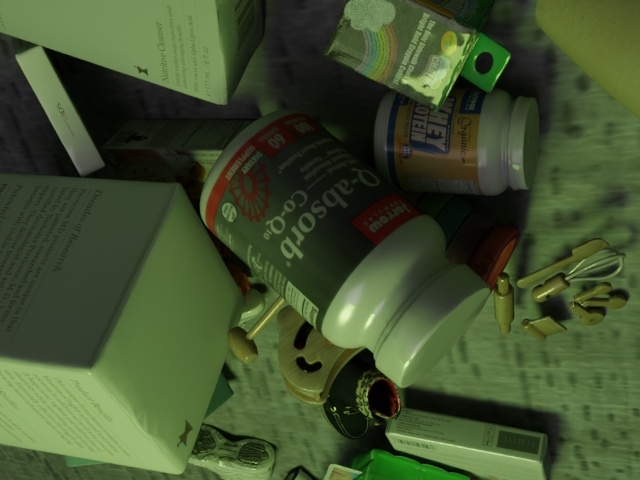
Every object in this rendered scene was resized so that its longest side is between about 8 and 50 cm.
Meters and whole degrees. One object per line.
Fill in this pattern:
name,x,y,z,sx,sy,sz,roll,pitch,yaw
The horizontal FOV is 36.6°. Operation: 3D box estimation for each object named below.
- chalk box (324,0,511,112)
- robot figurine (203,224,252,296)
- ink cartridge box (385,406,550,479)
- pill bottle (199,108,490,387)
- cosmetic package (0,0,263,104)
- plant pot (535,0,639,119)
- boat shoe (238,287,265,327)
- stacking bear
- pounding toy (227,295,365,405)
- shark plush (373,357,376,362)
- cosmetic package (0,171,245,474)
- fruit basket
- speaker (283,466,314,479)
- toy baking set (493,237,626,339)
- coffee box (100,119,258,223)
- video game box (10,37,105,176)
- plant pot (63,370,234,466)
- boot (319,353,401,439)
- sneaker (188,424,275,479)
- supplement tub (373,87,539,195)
chalk box,0.138,-0.266,1.234,0.213,0.132,0.132,27,132,1
robot figurine,-0.274,0.027,1.685,0.291,0.085,0.211,6,133,21
ink cartridge box,0.274,0.386,1.748,0.275,0.060,0.239,7,154,19
pill bottle,0.031,0.008,1.272,0.363,0.210,0.210,41,136,20
cosmetic package,-0.279,-0.355,1.308,0.385,0.156,0.217,17,147,10
plant pot,0.391,-0.243,1.083,0.274,0.256,0.256,30,135,21
boat shoe,-0.165,0.133,1.742,0.184,0.066,0.063,-16,132,31
stacking bear,0.128,-0.014,1.425,0.289,0.164,0.175,29,130,16
pounding toy,0.000,0.158,1.534,0.270,0.154,0.155,-22,154,-8
shark plush,0.155,0.159,1.641,0.161,0.073,0.067,-37,129,22
cosmetic package,-0.383,0.123,1.491,0.394,0.327,0.329,4,145,21
fruit basket,0.142,0.544,1.842,0.327,0.165,0.353,17,138,0
speaker,-0.013,0.530,1.994,0.136,0.055,0.055,42,132,-11
toy baking set,0.350,0.070,1.427,0.197,0.030,0.256,-12,144,9
coffee box,-0.204,-0.109,1.536,0.247,0.098,0.141,4,127,23
video game box,-0.408,-0.216,1.496,0.048,0.187,0.205,-27,116,-7
plant pot,-0.360,0.243,1.808,0.247,0.248,0.252,-14,102,33
boot,0.070,0.285,1.684,0.179,0.085,0.236,33,144,53
sneaker,-0.205,0.459,2.006,0.232,0.090,0.115,13,134,16
supplement tub,0.185,-0.134,1.307,0.200,0.144,0.144,4,128,22
